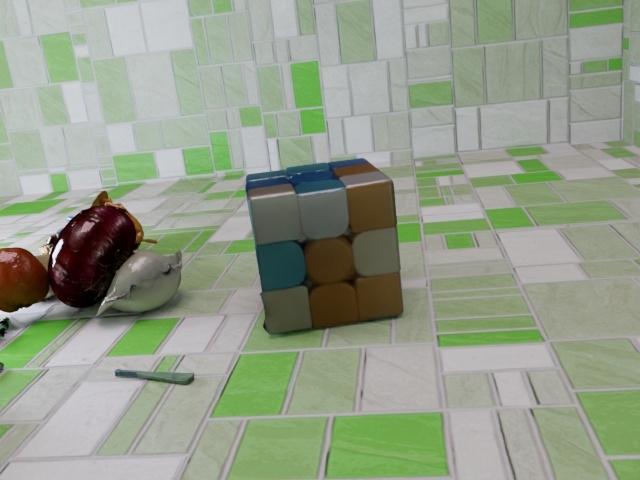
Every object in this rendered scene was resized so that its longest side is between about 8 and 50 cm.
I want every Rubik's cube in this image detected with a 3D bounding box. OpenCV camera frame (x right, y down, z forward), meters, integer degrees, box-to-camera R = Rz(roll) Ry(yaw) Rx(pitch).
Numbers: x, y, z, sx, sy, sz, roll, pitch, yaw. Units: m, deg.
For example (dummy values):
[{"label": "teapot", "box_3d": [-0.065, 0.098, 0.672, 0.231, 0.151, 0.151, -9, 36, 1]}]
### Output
[{"label": "Rubik's cube", "box_3d": [0.000, 0.000, 1.646, 0.344, 0.346, 0.346, -8, 18, -6]}]

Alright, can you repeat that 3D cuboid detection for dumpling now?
[{"label": "dumpling", "box_3d": [-0.508, 0.122, 1.801, 0.243, 0.175, 0.227, 2, -20, -32]}]

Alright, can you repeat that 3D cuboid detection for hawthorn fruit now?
[{"label": "hawthorn fruit", "box_3d": [-0.848, 0.108, 1.790, 0.189, 0.189, 0.189, -6, 17, 2]}]

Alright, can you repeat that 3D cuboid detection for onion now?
[{"label": "onion", "box_3d": [-0.657, 0.034, 1.844, 0.232, 0.314, 0.314, 29, 22, 2]}]

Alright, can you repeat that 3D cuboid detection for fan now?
[{"label": "fan", "box_3d": [-0.360, 0.291, 1.398, 0.193, 0.016, 0.038, 1, 16, 20]}]

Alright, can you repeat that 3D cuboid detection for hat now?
[{"label": "hat", "box_3d": [-0.686, -0.029, 2.295, 0.233, 0.233, 0.244, 14, 61, 1]}]

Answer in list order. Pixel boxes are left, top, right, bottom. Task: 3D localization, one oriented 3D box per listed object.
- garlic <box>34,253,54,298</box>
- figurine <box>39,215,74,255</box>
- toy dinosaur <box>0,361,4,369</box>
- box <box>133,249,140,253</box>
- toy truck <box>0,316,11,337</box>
[{"label": "garlic", "box_3d": [-0.848, 0.096, 1.976, 0.245, 0.164, 0.145, -15, 2, -43]}, {"label": "figurine", "box_3d": [-0.795, 0.015, 2.141, 0.262, 0.180, 0.154, -38, 4, -4]}, {"label": "toy dinosaur", "box_3d": [-0.889, 0.297, 1.479, 0.294, 0.077, 0.162, -15, 19, -28]}, {"label": "box", "box_3d": [-0.632, 0.078, 2.069, 0.200, 0.088, 0.146, 6, 20, 34]}, {"label": "toy truck", "box_3d": [-0.901, 0.221, 1.697, 0.154, 0.078, 0.080, 26, 13, 0]}]
